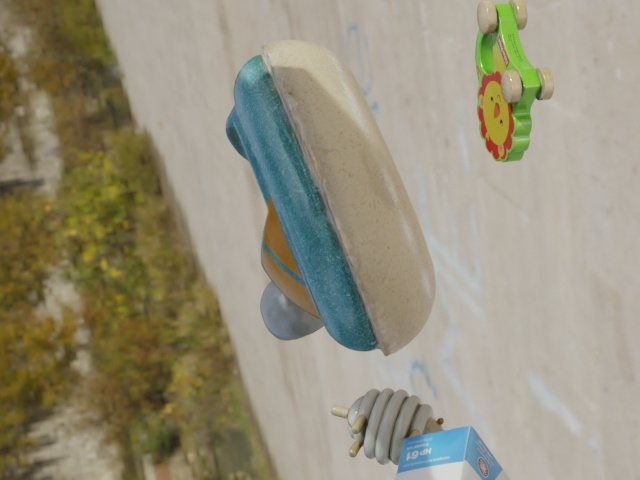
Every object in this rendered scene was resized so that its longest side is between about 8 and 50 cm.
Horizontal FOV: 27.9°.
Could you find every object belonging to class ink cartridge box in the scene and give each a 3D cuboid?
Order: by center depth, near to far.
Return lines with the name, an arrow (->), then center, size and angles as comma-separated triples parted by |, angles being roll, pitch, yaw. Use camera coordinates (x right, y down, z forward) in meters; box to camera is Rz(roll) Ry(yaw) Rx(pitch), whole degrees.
ink cartridge box -> 0.079, 0.188, 0.772 | 0.088, 0.052, 0.122 | 54, -146, -32

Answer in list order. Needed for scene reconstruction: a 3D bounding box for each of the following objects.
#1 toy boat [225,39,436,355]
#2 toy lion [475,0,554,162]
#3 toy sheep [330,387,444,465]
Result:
toy boat -> 0.000, 0.000, 1.083 | 0.318, 0.148, 0.268 | 72, 176, -66
toy lion -> 0.133, -0.111, 0.941 | 0.096, 0.034, 0.100 | 108, 152, -60
toy sheep -> 0.073, 0.198, 1.373 | 0.091, 0.132, 0.091 | 19, -90, -77
